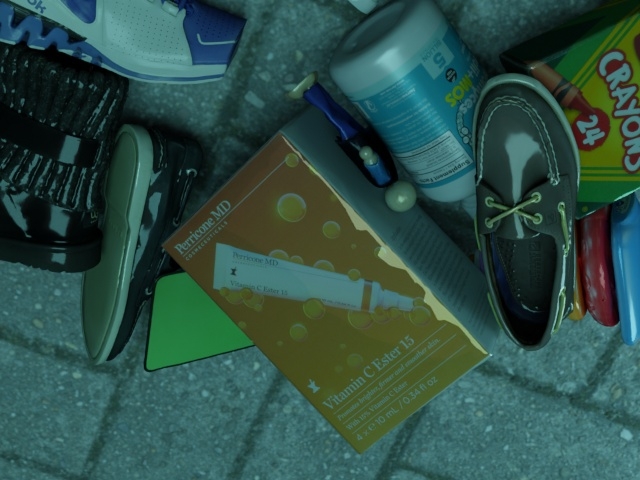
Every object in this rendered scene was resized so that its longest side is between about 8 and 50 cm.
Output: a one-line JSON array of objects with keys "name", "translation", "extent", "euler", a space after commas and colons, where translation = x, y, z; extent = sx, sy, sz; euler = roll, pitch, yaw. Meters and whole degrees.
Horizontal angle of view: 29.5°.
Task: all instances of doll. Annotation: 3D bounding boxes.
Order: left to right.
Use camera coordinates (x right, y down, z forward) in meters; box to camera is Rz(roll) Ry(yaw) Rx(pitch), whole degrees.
[{"name": "doll", "translation": [0.044, -0.110, 1.383], "extent": [0.046, 0.129, 0.189], "euler": [-42, 93, 10]}]

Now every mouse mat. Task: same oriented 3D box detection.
[{"name": "mouse mat", "translation": [-0.139, 0.091, 1.568], "extent": [0.190, 0.007, 0.152], "euler": [-11, 126, -33]}]

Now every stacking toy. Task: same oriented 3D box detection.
[{"name": "stacking toy", "translation": [0.255, 0.034, 1.531], "extent": [0.302, 0.175, 0.165], "euler": [-4, 112, 19]}]

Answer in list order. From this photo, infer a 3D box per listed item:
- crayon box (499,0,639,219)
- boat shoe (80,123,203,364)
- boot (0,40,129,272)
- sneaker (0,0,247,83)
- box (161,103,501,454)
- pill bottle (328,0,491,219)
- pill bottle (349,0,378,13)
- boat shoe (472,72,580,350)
[{"name": "crayon box", "translation": [0.385, -0.186, 1.386], "extent": [0.319, 0.081, 0.202], "euler": [-27, 116, -6]}, {"name": "boat shoe", "translation": [-0.222, 0.011, 1.532], "extent": [0.113, 0.127, 0.340], "euler": [-2, 118, -32]}, {"name": "boot", "translation": [-0.403, -0.121, 1.454], "extent": [0.348, 0.131, 0.260], "euler": [10, 112, 4]}, {"name": "sneaker", "translation": [-0.235, -0.295, 1.363], "extent": [0.316, 0.127, 0.182], "euler": [12, 119, -4]}, {"name": "box", "translation": [0.023, 0.040, 1.445], "extent": [0.345, 0.168, 0.215], "euler": [46, 114, -3]}, {"name": "pill bottle", "translation": [0.140, -0.147, 1.422], "extent": [0.146, 0.146, 0.264], "euler": [-34, 113, 17]}, {"name": "pill bottle", "translation": [0.077, -0.317, 1.378], "extent": [0.067, 0.067, 0.120], "euler": [39, 112, -17]}, {"name": "boat shoe", "translation": [0.225, -0.025, 1.343], "extent": [0.117, 0.096, 0.324], "euler": [2, 126, 20]}]
